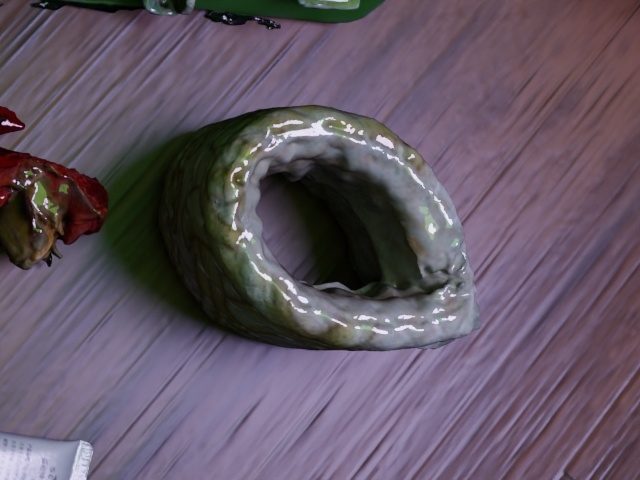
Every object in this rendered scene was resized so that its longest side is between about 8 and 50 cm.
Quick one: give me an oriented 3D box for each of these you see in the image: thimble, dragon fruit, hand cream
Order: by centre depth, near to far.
[{"bbox_3d":[-0.230,0.129,1.030,0.195,0.042,0.067,18,72,-24],"label":"hand cream"},{"bbox_3d":[-0.220,-0.034,1.041,0.192,0.122,0.092,16,120,-22],"label":"dragon fruit"},{"bbox_3d":[0.000,0.000,1.067,0.190,0.143,0.137,32,75,-15],"label":"thimble"}]

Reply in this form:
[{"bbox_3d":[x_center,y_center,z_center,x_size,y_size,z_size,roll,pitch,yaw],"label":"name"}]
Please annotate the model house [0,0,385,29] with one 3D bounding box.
[{"bbox_3d":[-0.084,-0.300,1.013,0.358,0.242,0.312,2,83,-19],"label":"model house"}]
